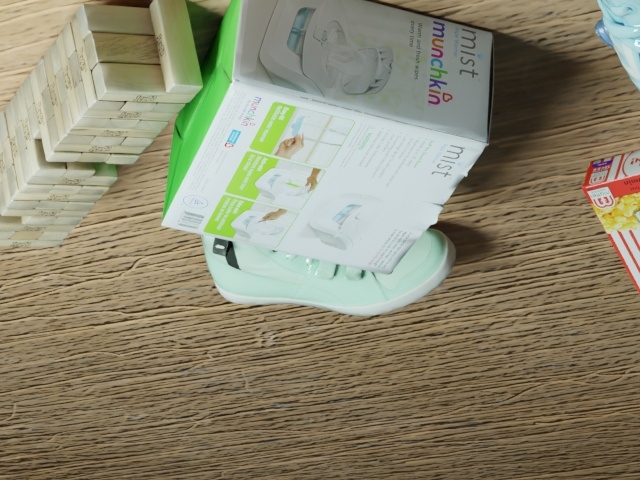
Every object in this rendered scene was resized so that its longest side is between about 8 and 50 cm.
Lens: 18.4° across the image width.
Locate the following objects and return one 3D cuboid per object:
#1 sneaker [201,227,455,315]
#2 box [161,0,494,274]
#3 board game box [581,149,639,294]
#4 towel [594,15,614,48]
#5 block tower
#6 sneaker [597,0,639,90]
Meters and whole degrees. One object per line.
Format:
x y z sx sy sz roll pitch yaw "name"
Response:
-0.001 0.000 1.963 0.256 0.094 0.151 -4 147 13 "sneaker"
0.002 -0.094 1.759 0.231 0.127 0.262 12 150 -12 "box"
0.356 -0.006 1.872 0.147 0.045 0.193 -15 123 31 "board game box"
0.292 -0.188 1.643 0.067 0.029 0.119 29 144 -36 "towel"
-0.224 -0.101 1.795 0.097 0.091 0.335 0 156 -33 "block tower"
0.261 -0.179 1.506 0.366 0.135 0.150 20 112 -23 "sneaker"
